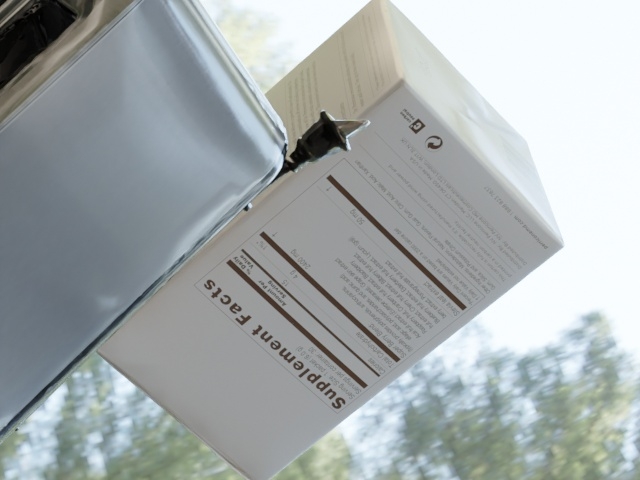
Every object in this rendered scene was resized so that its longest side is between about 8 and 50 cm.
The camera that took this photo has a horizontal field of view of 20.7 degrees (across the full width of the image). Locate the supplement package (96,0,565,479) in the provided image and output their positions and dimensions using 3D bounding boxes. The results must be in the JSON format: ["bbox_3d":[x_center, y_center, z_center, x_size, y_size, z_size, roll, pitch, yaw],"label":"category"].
[{"bbox_3d":[0.000,0.000,1.270,0.293,0.177,0.175,-39,-66,17],"label":"supplement package"}]

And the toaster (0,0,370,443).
[{"bbox_3d":[-0.116,-0.042,0.586,0.185,0.110,0.168,-44,-129,-10],"label":"toaster"}]
